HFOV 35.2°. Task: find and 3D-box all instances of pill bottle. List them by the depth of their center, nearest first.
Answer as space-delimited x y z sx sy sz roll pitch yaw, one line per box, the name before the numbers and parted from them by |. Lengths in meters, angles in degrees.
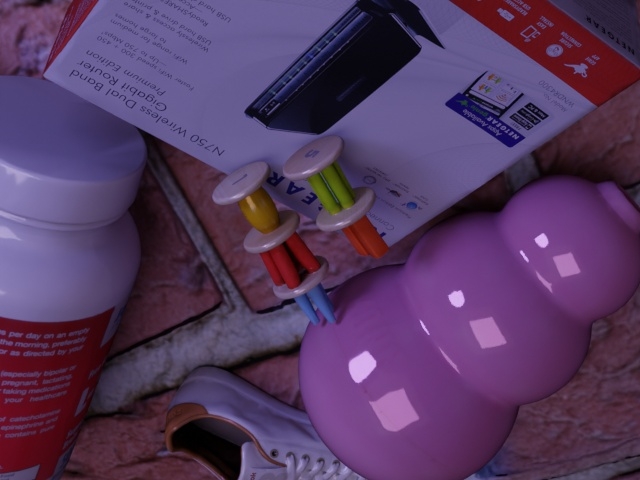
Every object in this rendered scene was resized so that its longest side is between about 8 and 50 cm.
pill bottle | -0.307 0.060 0.969 0.229 0.229 0.408 26 120 1

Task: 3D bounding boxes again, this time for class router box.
router box | 0.013 -0.151 0.755 0.335 0.082 0.301 27 139 -25

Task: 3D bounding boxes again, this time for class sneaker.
sneaker | -0.029 0.239 1.047 0.290 0.123 0.106 21 117 3

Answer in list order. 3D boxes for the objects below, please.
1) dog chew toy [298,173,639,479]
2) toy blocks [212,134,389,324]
dog chew toy | 0.137 0.070 0.881 0.206 0.207 0.332 45 111 -9
toy blocks | 0.000 0.000 0.809 0.123 0.054 0.148 -16 119 29
